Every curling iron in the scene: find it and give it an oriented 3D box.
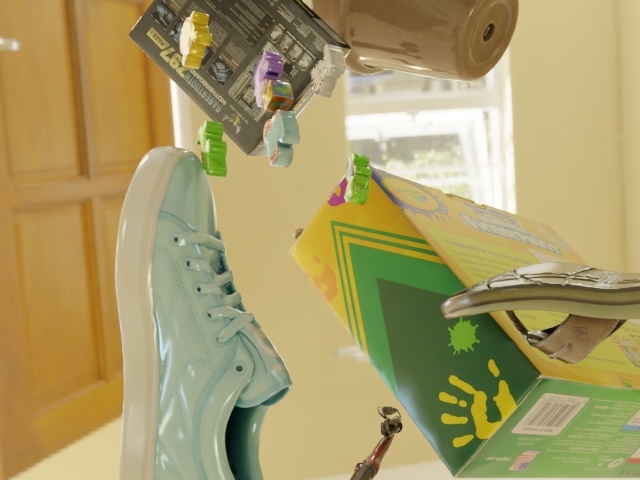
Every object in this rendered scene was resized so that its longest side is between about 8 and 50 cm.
[{"bbox_3d":[0.070,0.342,1.608,0.035,0.068,0.274,-6,-159,28],"label":"curling iron"}]

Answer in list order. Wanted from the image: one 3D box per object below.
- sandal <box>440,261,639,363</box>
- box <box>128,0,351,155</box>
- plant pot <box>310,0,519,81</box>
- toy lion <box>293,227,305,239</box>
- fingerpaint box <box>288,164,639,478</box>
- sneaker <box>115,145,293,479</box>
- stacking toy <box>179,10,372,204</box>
[{"bbox_3d":[0.245,0.072,0.945,0.303,0.086,0.120,1,-170,35],"label":"sandal"},{"bbox_3d":[-0.104,-0.249,1.301,0.233,0.183,0.059,45,-162,12],"label":"box"},{"bbox_3d":[0.151,-0.337,1.495,0.229,0.263,0.263,32,-154,31],"label":"plant pot"},{"bbox_3d":[0.000,0.000,1.750,0.100,0.034,0.096,-29,153,2],"label":"toy lion"},{"bbox_3d":[0.234,0.112,1.299,0.445,0.163,0.371,13,-150,-46],"label":"fingerpaint box"},{"bbox_3d":[-0.093,0.093,0.942,0.150,0.365,0.135,-3,177,16],"label":"sneaker"},{"bbox_3d":[-0.047,-0.126,1.015,0.167,0.221,0.052,9,138,-24],"label":"stacking toy"}]
